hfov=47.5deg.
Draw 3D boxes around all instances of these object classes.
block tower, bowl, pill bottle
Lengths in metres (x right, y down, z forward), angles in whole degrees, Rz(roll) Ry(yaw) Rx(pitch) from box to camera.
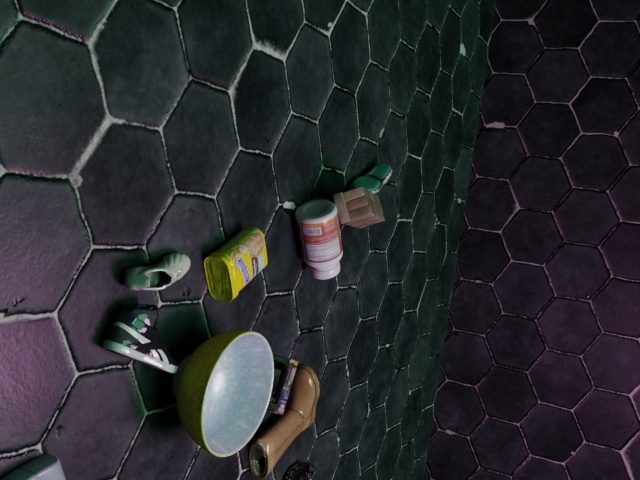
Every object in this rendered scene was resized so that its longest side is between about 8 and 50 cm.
[{"bbox_3d":[0.125,-0.097,2.222,0.335,0.097,0.090,3,68,-76],"label":"block tower"},{"bbox_3d":[-0.249,0.339,1.692,0.289,0.156,0.289,-31,125,-57],"label":"bowl"},{"bbox_3d":[0.000,0.000,2.098,0.121,0.121,0.216,-49,140,-46],"label":"pill bottle"}]

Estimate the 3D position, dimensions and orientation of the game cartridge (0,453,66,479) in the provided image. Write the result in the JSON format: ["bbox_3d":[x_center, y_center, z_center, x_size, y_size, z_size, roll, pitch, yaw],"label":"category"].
[{"bbox_3d":[-0.559,0.528,1.275,0.297,0.062,0.198,-43,139,-49],"label":"game cartridge"}]

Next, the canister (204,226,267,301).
[{"bbox_3d":[-0.203,0.054,1.781,0.170,0.073,0.126,-46,137,-50],"label":"canister"}]

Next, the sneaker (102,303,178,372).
[{"bbox_3d":[-0.353,0.201,1.531,0.217,0.079,0.121,43,62,-57],"label":"sneaker"}]

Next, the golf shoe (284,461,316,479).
[{"bbox_3d":[-0.086,0.768,2.250,0.198,0.077,0.093,-36,141,-45],"label":"golf shoe"}]

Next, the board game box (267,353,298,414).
[{"bbox_3d":[-0.156,0.354,1.860,0.048,0.170,0.141,37,67,-62],"label":"board game box"}]

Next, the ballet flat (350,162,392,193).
[{"bbox_3d":[0.168,-0.184,2.411,0.241,0.091,0.077,-37,152,-49],"label":"ballet flat"}]

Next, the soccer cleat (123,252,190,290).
[{"bbox_3d":[-0.330,0.072,1.537,0.196,0.076,0.068,-19,115,-60],"label":"soccer cleat"}]

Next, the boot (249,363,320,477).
[{"bbox_3d":[-0.103,0.519,2.107,0.269,0.089,0.236,-34,128,-53],"label":"boot"}]
